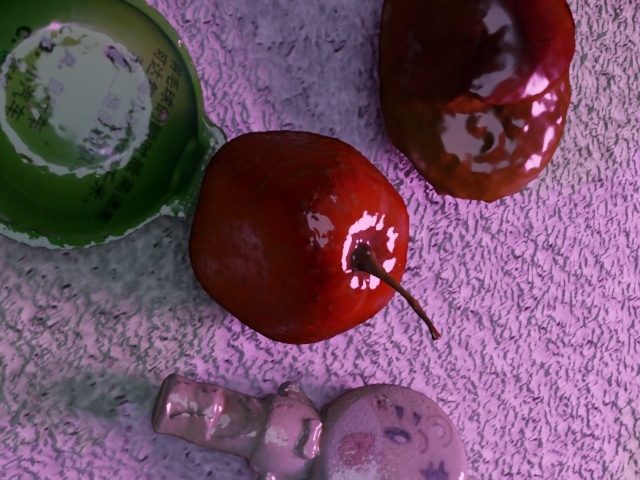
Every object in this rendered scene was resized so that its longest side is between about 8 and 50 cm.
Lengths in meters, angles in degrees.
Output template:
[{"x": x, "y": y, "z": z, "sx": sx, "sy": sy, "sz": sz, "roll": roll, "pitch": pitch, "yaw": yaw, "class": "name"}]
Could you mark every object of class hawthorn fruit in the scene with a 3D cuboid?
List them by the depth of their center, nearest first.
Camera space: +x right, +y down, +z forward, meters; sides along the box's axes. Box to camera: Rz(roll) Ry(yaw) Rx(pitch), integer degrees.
[{"x": 0.000, "y": 0.000, "z": 0.662, "sx": 0.163, "sy": 0.203, "sz": 0.162, "roll": -2, "pitch": 95, "yaw": -29, "class": "hawthorn fruit"}]

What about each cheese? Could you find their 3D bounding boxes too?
[{"x": -0.218, "y": -0.114, "z": 0.671, "sx": 0.320, "sy": 0.083, "sz": 0.203, "roll": 27, "pitch": 78, "yaw": -16, "class": "cheese"}]

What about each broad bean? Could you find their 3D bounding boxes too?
[{"x": 0.122, "y": -0.146, "z": 0.766, "sx": 0.156, "sy": 0.122, "sz": 0.228, "roll": 4, "pitch": 79, "yaw": -20, "class": "broad bean"}]

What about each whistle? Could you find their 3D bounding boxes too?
[{"x": 0.002, "y": 0.157, "z": 0.723, "sx": 0.258, "sy": 0.067, "sz": 0.126, "roll": 18, "pitch": 65, "yaw": -11, "class": "whistle"}]
